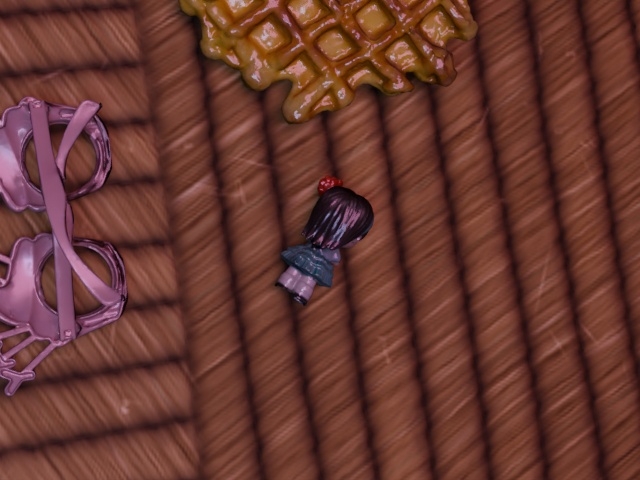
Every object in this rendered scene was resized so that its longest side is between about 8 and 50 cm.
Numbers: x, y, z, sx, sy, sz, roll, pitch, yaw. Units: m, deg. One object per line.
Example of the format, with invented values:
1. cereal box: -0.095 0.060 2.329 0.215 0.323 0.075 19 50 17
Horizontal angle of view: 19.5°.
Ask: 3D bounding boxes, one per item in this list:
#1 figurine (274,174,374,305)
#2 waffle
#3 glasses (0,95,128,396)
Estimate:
1. figurine: 0.000 0.000 1.557 0.060 0.047 0.106 30 82 27
2. waffle: 0.010 -0.248 1.545 0.283 0.065 0.309 6 103 -8
3. glasses: -0.238 -0.008 1.466 0.162 0.095 0.255 -7 83 -8
